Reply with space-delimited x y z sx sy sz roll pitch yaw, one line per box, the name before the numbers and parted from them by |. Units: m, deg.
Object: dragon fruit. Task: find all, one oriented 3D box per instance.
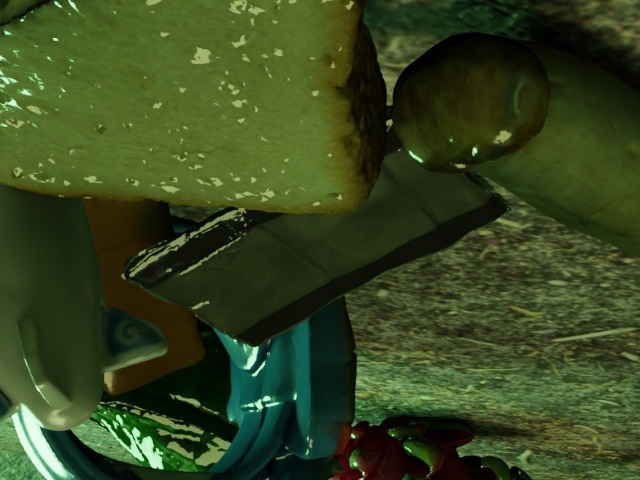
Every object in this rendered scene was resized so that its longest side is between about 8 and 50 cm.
dragon fruit | 0.127 0.315 1.626 0.272 0.198 0.218 -6 138 -25

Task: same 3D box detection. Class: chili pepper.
chili pepper | -0.147 0.166 1.348 0.384 0.168 0.213 18 147 10

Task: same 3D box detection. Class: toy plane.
toy plane | -0.191 -0.010 0.728 0.266 0.267 0.123 8 157 4

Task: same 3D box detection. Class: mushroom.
mushroom | 0.166 -0.042 0.719 0.312 0.081 0.100 20 170 -41

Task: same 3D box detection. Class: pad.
pad | 0.000 0.001 0.868 0.233 0.022 0.174 -27 147 19

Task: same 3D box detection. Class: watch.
watch | -0.123 0.150 1.060 0.274 0.305 0.241 8 162 -20

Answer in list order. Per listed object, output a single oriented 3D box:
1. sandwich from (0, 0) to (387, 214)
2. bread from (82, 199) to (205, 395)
sandwich | -0.090 -0.114 0.562 0.254 0.100 0.288 11 155 4
bread | -0.147 0.005 0.893 0.088 0.049 0.226 -19 126 -14
